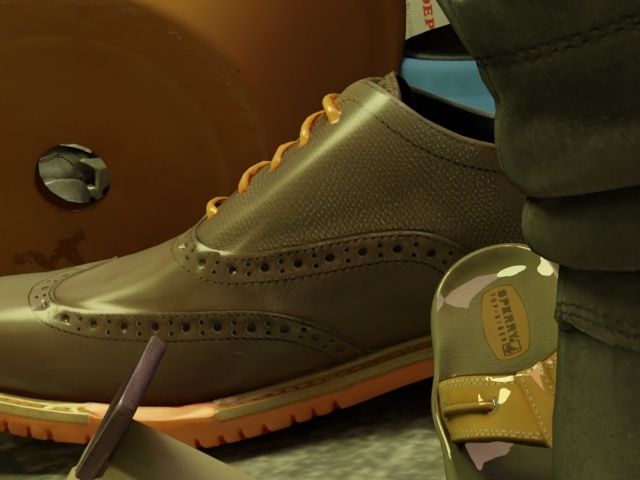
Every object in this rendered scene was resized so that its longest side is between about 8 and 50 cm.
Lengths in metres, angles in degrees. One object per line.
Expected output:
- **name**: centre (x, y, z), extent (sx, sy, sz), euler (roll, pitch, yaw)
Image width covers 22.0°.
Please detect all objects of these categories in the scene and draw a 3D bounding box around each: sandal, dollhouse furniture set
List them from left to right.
- **dollhouse furniture set**: centre (-0.051, 0.111, 0.516), extent (0.081, 0.091, 0.114), euler (29, 40, -6)
- **sandal**: centre (0.068, 0.048, 0.525), extent (0.072, 0.049, 0.180), euler (-17, 35, 4)

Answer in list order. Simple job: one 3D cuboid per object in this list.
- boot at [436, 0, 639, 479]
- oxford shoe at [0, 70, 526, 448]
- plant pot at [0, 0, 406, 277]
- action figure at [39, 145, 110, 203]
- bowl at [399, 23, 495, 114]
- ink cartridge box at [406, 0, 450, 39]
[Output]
- **boot**: centre (0.203, -0.014, 0.380), extent (0.338, 0.223, 0.118), euler (-12, 12, -10)
- **oxford shoe**: centre (0.000, 0.000, 0.675), extent (0.363, 0.133, 0.130), euler (-8, 13, 6)
- **plant pot**: centre (-0.104, -0.077, 0.833), extent (0.291, 0.291, 0.203), euler (-8, 29, 9)
- **action figure**: centre (-0.214, -0.050, 1.108), extent (0.185, 0.099, 0.285), euler (0, 25, -34)
- **bowl**: centre (0.234, -0.136, 1.222), extent (0.391, 0.077, 0.391), euler (-9, 13, 2)
- **ink cartridge box**: centre (-0.001, -0.230, 1.587), extent (0.237, 0.172, 0.100), euler (-14, 14, -19)
